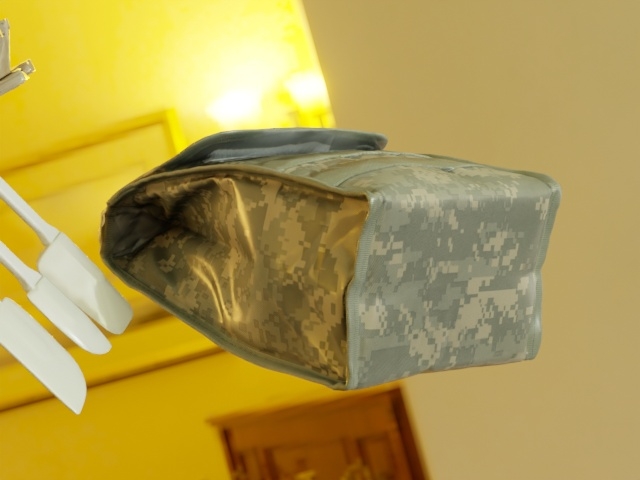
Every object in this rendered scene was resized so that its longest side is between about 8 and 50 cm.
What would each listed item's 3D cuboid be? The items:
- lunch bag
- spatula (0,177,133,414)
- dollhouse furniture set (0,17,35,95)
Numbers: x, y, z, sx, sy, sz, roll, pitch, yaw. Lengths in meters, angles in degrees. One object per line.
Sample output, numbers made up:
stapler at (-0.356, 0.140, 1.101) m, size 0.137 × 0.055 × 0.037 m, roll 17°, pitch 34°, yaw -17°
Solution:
lunch bag at (0.000, 0.000, 1.205) m, size 0.287 × 0.169 × 0.235 m, roll 14°, pitch 12°, yaw 41°
spatula at (-0.228, -0.003, 1.062) m, size 0.019 × 0.242 × 0.168 m, roll -40°, pitch 12°, yaw 25°
dollhouse furniture set at (-0.546, -0.285, 1.844) m, size 0.256 × 0.362 × 0.394 m, roll -28°, pitch 13°, yaw -1°
